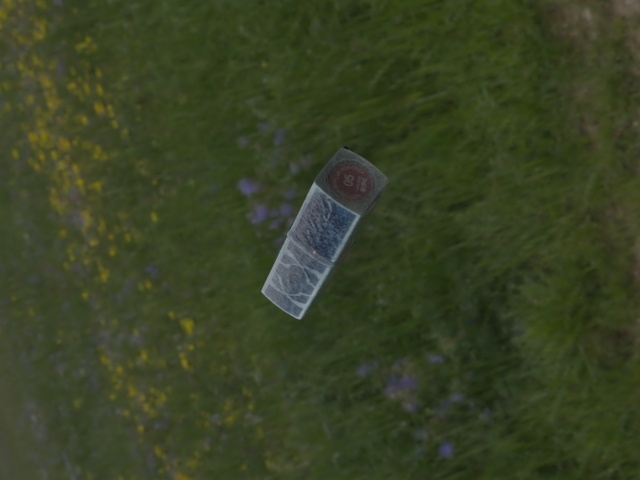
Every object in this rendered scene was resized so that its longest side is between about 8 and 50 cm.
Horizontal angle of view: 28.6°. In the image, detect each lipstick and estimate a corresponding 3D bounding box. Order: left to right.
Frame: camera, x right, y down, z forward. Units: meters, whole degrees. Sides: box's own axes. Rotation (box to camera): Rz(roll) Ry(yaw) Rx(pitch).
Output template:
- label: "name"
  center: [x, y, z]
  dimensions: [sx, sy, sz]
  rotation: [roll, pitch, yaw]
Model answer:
- label: "lipstick"
  center: [0.000, 0.000, 1.523]
  dimensions: [0.077, 0.076, 0.289]
  rotation: [34, 149, 4]
